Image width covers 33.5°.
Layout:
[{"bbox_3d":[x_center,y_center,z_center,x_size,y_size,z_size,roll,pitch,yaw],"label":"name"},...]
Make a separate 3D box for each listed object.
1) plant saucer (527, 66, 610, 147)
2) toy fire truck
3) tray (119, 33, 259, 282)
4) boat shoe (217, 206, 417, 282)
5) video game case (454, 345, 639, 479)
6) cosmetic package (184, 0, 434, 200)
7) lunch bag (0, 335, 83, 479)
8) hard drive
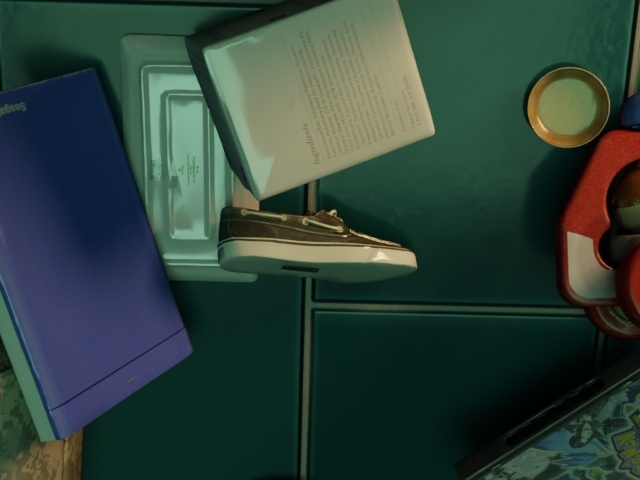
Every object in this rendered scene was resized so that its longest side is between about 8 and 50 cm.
[{"bbox_3d":[0.258,-0.139,1.107,0.083,0.015,0.083,2,102,11],"label":"plant saucer"},{"bbox_3d":[0.393,-0.025,1.095,0.302,0.169,0.253,1,83,0],"label":"toy fire truck"},{"bbox_3d":[-0.138,-0.079,1.123,0.145,0.030,0.270,1,108,0],"label":"tray"},{"bbox_3d":[0.000,0.000,1.124,0.219,0.078,0.070,6,69,-20],"label":"boat shoe"},{"bbox_3d":[0.322,0.266,1.195,0.248,0.035,0.275,-35,124,11],"label":"video game case"},{"bbox_3d":[-0.014,-0.150,1.021,0.184,0.151,0.151,-21,108,-8],"label":"cosmetic package"},{"bbox_3d":[-0.366,0.205,1.096,0.213,0.256,0.305,8,108,-3],"label":"lunch bag"},{"bbox_3d":[-0.246,0.004,1.041,0.040,0.210,0.318,-11,102,33],"label":"hard drive"}]
